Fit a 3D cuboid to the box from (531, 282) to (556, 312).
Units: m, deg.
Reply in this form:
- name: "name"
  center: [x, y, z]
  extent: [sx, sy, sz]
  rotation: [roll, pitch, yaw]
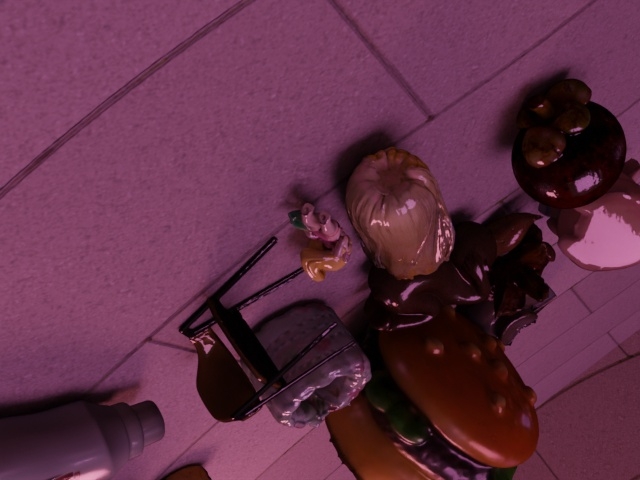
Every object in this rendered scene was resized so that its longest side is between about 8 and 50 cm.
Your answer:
- name: "box"
  center: [0.384, 0.217, 1.932]
  extent: [0.325, 0.047, 0.180]
  rotation: [-26, 161, -21]

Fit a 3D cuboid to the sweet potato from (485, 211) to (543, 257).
- name: "sweet potato"
  center: [0.311, 0.010, 1.542]
  extent: [0.068, 0.068, 0.226]
  rotation: [-4, 149, -46]

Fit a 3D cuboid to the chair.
- name: "chair"
  center: [-0.096, 0.150, 1.192]
  extent: [0.247, 0.158, 0.172]
  rotation: [-36, 155, -1]

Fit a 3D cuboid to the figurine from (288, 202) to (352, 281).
- name: "figurine"
  center: [0.000, 0.000, 1.140]
  extent: [0.083, 0.083, 0.187]
  rotation: [-33, 162, -5]

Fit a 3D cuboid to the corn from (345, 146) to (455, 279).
- name: "corn"
  center: [0.112, -0.027, 1.183]
  extent: [0.123, 0.122, 0.305]
  rotation: [-34, 155, -1]

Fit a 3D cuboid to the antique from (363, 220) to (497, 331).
- name: "antique"
  center: [0.194, 0.049, 1.412]
  extent: [0.257, 0.121, 0.143]
  rotation: [-18, 140, -17]

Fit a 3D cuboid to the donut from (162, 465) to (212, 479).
- name: "donut"
  center: [-0.276, 0.505, 1.662]
  extent: [0.140, 0.059, 0.140]
  rotation: [-27, 153, -15]

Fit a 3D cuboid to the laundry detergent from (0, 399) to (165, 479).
- name: "laundry detergent"
  center: [-0.410, 0.325, 1.158]
  extent: [0.398, 0.124, 0.264]
  rotation: [-16, 146, -38]

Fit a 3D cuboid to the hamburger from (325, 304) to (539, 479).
- name: "hamburger"
  center: [0.217, 0.302, 1.542]
  extent: [0.277, 0.395, 0.396]
  rotation: [-47, 151, 25]

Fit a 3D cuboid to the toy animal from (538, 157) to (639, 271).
- name: "toy animal"
  center: [0.517, -0.041, 1.544]
  extent: [0.213, 0.256, 0.195]
  rotation: [9, 110, -3]

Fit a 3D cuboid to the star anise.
- name: "star anise"
  center: [0.374, 0.056, 1.558]
  extent: [0.212, 0.111, 0.196]
  rotation: [-49, -174, -9]

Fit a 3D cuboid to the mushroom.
- name: "mushroom"
  center: [0.350, 0.126, 1.698]
  extent: [0.117, 0.141, 0.188]
  rotation: [26, 114, -36]

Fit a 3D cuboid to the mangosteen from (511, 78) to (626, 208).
- name: "mangosteen"
  center: [0.368, -0.147, 1.255]
  extent: [0.200, 0.200, 0.199]
  rotation: [-27, 152, -16]

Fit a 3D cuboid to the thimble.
- name: "thimble"
  center: [-0.026, 0.215, 1.390]
  extent: [0.185, 0.149, 0.211]
  rotation: [-26, 152, -23]
